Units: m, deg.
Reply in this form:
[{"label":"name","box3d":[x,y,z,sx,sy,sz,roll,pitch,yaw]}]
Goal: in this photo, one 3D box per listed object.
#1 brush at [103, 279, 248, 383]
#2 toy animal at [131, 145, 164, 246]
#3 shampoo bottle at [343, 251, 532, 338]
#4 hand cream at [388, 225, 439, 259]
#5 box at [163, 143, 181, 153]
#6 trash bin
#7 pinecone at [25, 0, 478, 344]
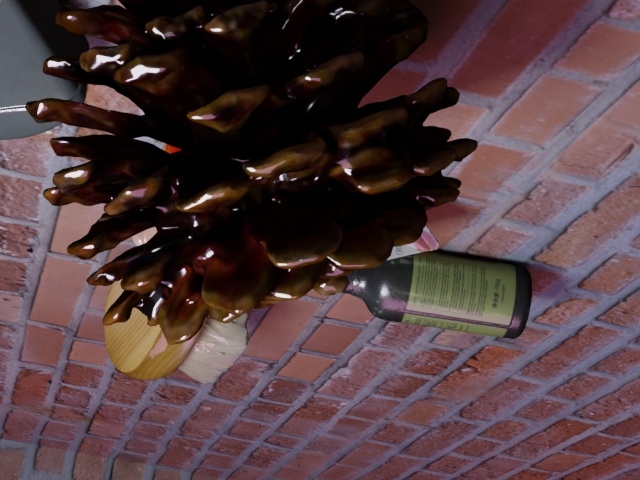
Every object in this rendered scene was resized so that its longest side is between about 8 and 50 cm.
[{"label":"brush","box3d":[-0.186,0.095,2.085,0.166,0.174,0.267,6,146,-32]},{"label":"toy animal","box3d":[-0.133,-0.037,1.740,0.171,0.171,0.197,14,165,-16]},{"label":"shampoo bottle","box3d":[0.137,0.064,1.959,0.283,0.101,0.101,9,158,-3]},{"label":"hand cream","box3d":[0.000,0.000,1.870,0.340,0.078,0.124,-18,115,47]},{"label":"box","box3d":[-0.075,-0.120,1.559,0.175,0.112,0.048,1,159,17]},{"label":"trash bin","box3d":[-0.337,-0.196,1.450,0.176,0.101,0.236,-4,153,10]},{"label":"pinecone","box3d":[-0.080,-0.104,1.312,0.397,0.398,0.398,6,158,3]}]
